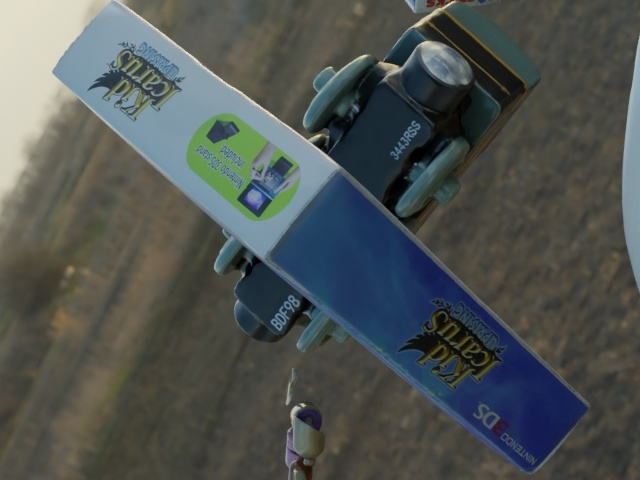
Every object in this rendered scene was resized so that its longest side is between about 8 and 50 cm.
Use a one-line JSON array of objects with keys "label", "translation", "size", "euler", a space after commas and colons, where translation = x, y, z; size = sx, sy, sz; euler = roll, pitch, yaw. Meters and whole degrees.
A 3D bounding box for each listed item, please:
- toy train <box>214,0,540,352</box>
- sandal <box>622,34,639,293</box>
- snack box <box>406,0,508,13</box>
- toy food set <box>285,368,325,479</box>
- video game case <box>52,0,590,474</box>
[{"label": "toy train", "translation": [0.044, -0.047, 1.309], "size": [0.190, 0.142, 0.334], "euler": [-37, -14, -49]}, {"label": "sandal", "translation": [0.231, -0.081, 0.753], "size": [0.102, 0.169, 0.416], "euler": [-127, 30, -75]}, {"label": "snack box", "translation": [0.158, -0.247, 1.504], "size": [0.064, 0.178, 0.022], "euler": [-120, 27, -45]}, {"label": "toy food set", "translation": [-0.009, 0.143, 0.965], "size": [0.078, 0.019, 0.122], "euler": [107, 163, -69]}, {"label": "video game case", "translation": [0.000, 0.000, 0.910], "size": [0.061, 0.269, 0.244], "euler": [-49, 43, -1]}]
